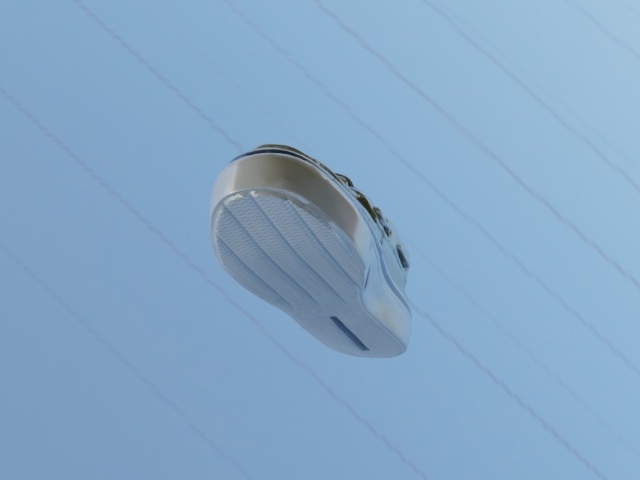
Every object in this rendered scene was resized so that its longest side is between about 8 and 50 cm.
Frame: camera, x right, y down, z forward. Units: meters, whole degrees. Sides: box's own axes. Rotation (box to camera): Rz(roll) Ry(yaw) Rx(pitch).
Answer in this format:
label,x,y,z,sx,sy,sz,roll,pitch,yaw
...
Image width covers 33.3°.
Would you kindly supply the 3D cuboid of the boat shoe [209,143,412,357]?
label,x,y,z,sx,sy,sz,roll,pitch,yaw
boat shoe,0.000,0.000,0.792,0.109,0.302,0.094,-2,-115,17
